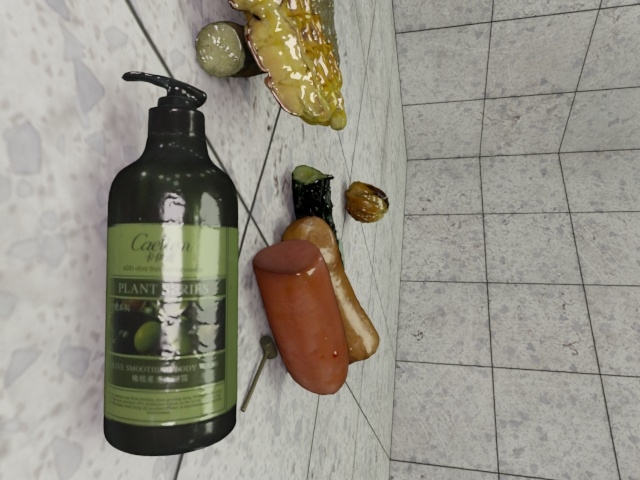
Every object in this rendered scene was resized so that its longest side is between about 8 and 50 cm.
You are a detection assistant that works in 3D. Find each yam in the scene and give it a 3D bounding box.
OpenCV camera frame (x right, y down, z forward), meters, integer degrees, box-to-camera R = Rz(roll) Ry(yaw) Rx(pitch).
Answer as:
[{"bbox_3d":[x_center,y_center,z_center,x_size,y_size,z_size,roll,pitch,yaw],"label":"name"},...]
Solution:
[{"bbox_3d":[-0.077,-0.250,0.599,0.274,0.061,0.061,-58,145,-64],"label":"yam"}]

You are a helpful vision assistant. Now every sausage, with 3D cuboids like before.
[{"bbox_3d":[-0.021,0.125,0.678,0.113,0.113,0.259,-69,151,-53],"label":"sausage"},{"bbox_3d":[0.011,0.084,0.772,0.270,0.109,0.109,67,23,-19],"label":"sausage"}]

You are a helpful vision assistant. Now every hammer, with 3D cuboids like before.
[{"bbox_3d":[-0.089,0.187,0.633,0.110,0.019,0.035,-66,153,-44],"label":"hammer"}]

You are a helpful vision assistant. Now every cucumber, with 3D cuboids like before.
[{"bbox_3d":[0.000,0.000,0.842,0.072,0.081,0.303,-39,138,-32],"label":"cucumber"}]

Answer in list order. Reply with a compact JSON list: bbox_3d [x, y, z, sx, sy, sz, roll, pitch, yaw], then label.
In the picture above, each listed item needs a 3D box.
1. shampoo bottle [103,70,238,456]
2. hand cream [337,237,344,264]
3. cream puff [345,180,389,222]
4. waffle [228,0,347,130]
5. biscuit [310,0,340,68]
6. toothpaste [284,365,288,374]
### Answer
[{"bbox_3d":[-0.116,0.013,0.364,0.101,0.101,0.284,9,81,-75],"label":"shampoo bottle"},{"bbox_3d":[0.031,0.089,1.011,0.078,0.050,0.205,-72,161,-55],"label":"hand cream"},{"bbox_3d":[0.121,-0.097,1.217,0.133,0.119,0.104,42,72,-46],"label":"cream puff"},{"bbox_3d":[-0.051,-0.272,0.516,0.283,0.065,0.309,36,36,-61],"label":"waffle"},{"bbox_3d":[-0.006,-0.484,0.891,0.141,0.038,0.289,-57,142,-63],"label":"biscuit"},{"bbox_3d":[-0.026,0.162,0.820,0.194,0.043,0.067,-36,122,-63],"label":"toothpaste"}]
